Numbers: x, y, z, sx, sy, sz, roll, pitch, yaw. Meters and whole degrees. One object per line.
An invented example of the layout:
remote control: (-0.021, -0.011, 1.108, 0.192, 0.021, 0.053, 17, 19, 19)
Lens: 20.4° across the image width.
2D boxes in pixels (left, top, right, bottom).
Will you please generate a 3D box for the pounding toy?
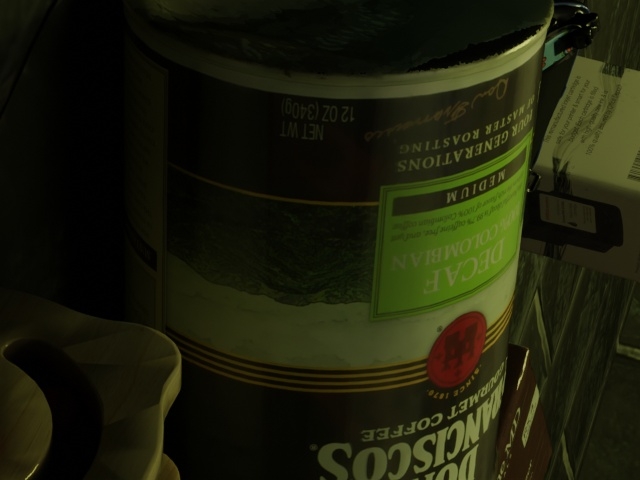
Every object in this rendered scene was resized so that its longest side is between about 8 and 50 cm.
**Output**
pounding toy: (-0.140, 0.150, 0.684, 0.269, 0.154, 0.155, -84, 178, -59)

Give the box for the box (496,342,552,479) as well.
box: (0.052, 0.164, 1.221, 0.203, 0.167, 0.168, 67, 41, -63)

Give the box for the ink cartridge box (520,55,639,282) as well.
ink cartridge box: (0.244, -0.065, 1.530, 0.172, 0.237, 0.100, -58, 158, -45)

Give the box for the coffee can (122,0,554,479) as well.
coffee can: (0.000, 0.000, 0.880, 0.201, 0.201, 0.275, -50, 149, -54)

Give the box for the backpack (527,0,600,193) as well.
backpack: (0.067, -0.105, 1.136, 0.173, 0.117, 0.158, -9, 133, -30)
